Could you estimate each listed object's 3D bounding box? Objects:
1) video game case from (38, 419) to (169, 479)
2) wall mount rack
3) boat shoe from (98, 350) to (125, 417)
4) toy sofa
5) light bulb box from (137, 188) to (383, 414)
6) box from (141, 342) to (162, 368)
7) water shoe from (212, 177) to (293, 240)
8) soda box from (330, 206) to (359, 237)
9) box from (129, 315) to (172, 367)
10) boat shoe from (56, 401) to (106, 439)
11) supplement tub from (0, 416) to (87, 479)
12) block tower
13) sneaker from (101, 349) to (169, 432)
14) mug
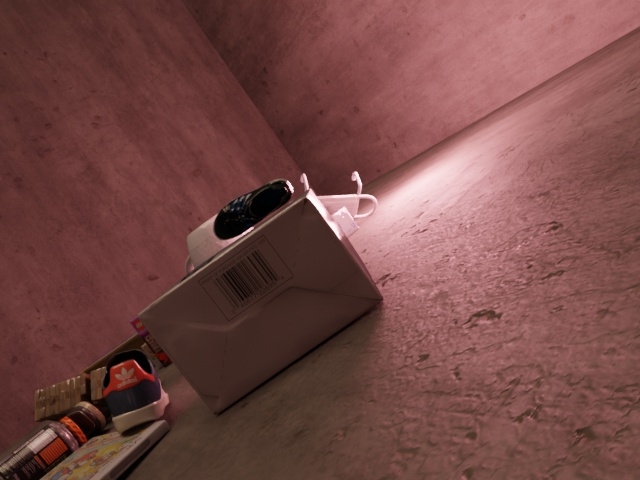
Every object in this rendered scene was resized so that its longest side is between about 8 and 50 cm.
[{"bbox_3d":[-0.423,0.416,0.993,0.227,0.026,0.206,-22,7,28],"label":"video game case"},{"bbox_3d":[0.026,-0.117,2.041,0.350,0.130,0.304,-4,-44,-13],"label":"wall mount rack"},{"bbox_3d":[-0.690,0.501,1.757,0.324,0.123,0.119,-64,-4,-64],"label":"boat shoe"},{"bbox_3d":[-0.728,0.452,2.092,0.363,0.150,0.177,-35,7,2],"label":"toy sofa"},{"bbox_3d":[-0.100,0.089,1.058,0.358,0.225,0.361,-35,7,3],"label":"light bulb box"},{"bbox_3d":[-0.524,0.354,1.944,0.203,0.103,0.114,-35,5,1],"label":"box"},{"bbox_3d":[-0.152,-0.065,1.129,0.203,0.073,0.080,-34,8,13],"label":"water shoe"},{"bbox_3d":[0.000,0.000,1.859,0.286,0.098,0.091,-40,7,-34],"label":"soda box"},{"bbox_3d":[-0.471,0.271,1.835,0.293,0.200,0.057,-35,5,8],"label":"box"},{"bbox_3d":[-0.682,0.528,1.486,0.285,0.103,0.092,-35,9,41],"label":"boat shoe"},{"bbox_3d":[-0.684,0.534,1.324,0.117,0.117,0.190,-29,8,48],"label":"supplement tub"},{"bbox_3d":[-0.653,0.435,1.560,0.336,0.090,0.097,-19,-27,7],"label":"block tower"},{"bbox_3d":[-0.414,0.317,1.193,0.131,0.148,0.350,-17,-5,-24],"label":"sneaker"},{"bbox_3d":[-0.351,0.092,1.966,0.374,0.328,0.276,-32,7,34],"label":"mug"}]
